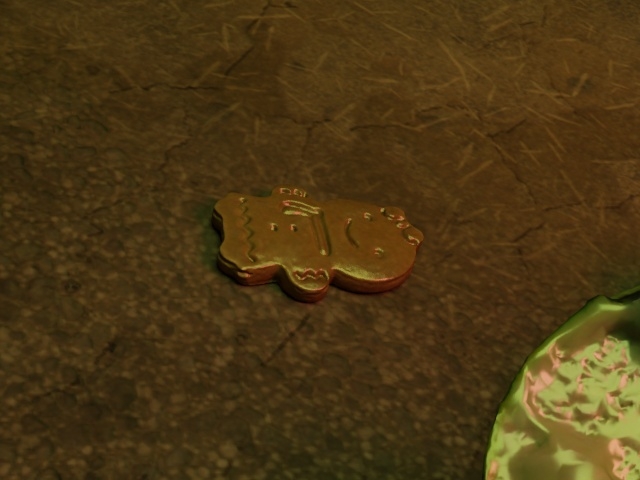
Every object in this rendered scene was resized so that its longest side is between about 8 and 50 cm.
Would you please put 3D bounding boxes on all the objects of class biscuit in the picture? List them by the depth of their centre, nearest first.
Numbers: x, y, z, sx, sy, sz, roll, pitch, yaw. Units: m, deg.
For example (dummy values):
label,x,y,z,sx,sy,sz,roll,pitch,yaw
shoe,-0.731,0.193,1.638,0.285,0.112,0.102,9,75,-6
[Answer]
label,x,y,z,sx,sy,sz,roll,pitch,yaw
biscuit,-0.002,0.002,1.499,0.184,0.027,0.133,12,39,-7

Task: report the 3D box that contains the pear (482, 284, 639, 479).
label,x,y,z,sx,sy,sz,roll,pitch,yaw
pear,0.283,0.222,1.189,0.399,0.165,0.398,1,69,-3
